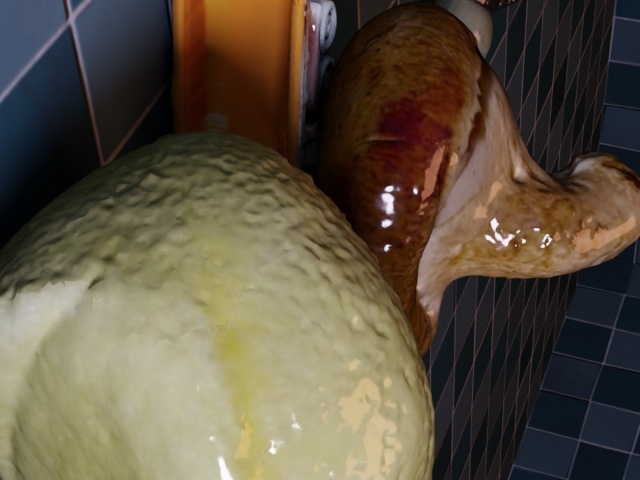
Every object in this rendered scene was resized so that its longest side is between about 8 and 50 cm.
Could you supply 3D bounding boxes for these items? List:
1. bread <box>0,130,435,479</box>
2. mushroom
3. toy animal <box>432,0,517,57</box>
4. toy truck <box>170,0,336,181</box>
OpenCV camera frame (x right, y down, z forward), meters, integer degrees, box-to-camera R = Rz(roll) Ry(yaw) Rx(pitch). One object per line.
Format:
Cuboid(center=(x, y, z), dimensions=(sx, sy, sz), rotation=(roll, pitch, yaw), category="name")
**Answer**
Cuboid(center=(-0.062, 0.092, 0.850), dimensions=(0.237, 0.320, 0.320), rotation=(-40, 146, -25), category="bread")
Cuboid(center=(0.086, -0.042, 1.046), dimensions=(0.267, 0.255, 0.267), rotation=(43, 37, -46), category="mushroom")
Cuboid(center=(0.170, -0.271, 1.694), dimensions=(0.121, 0.094, 0.225), rotation=(16, 88, -64), category="toy animal")
Cuboid(center=(-0.050, -0.088, 1.073), dimensions=(0.135, 0.114, 0.270), rotation=(-57, 154, -56), category="toy truck")
